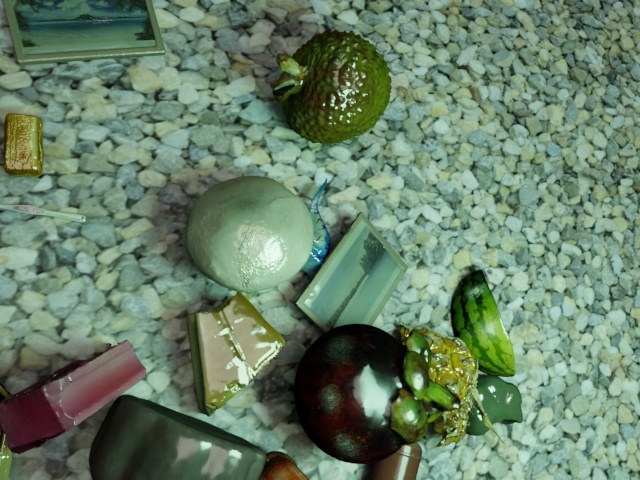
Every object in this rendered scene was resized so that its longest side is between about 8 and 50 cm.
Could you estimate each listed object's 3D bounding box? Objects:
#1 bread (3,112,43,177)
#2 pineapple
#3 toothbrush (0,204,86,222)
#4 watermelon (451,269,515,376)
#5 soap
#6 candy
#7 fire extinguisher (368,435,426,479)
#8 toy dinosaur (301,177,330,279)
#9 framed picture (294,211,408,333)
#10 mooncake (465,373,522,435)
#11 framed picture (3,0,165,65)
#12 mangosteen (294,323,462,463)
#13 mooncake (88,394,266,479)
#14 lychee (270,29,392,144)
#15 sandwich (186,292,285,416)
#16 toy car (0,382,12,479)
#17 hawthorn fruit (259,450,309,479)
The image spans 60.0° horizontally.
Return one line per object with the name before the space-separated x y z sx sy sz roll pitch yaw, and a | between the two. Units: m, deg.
bread | -0.602 -0.194 1.125 0.074 0.053 0.132 -3 80 -20
pineapple | 0.298 0.336 1.292 0.159 0.161 0.334 -18 78 14
toothbrush | -0.583 -0.061 1.122 0.204 0.022 0.017 10 77 -24
watermelon | 0.416 0.236 1.457 0.129 0.159 0.303 -19 84 13
soap | -0.434 0.265 1.013 0.099 0.162 0.250 60 23 -1
candy | -0.146 -0.024 1.176 0.296 0.185 0.295 3 52 -4
fire extinguisher | 0.176 0.545 1.274 0.147 0.107 0.336 41 62 -44
toy dinosaur | -0.024 0.012 1.316 0.145 0.076 0.328 -3 83 -34
framed picture | 0.084 0.106 1.341 0.213 0.016 0.289 48 64 -25
mooncake | 0.424 0.422 1.402 0.175 0.104 0.168 -41 101 -22
framed picture | -0.532 -0.514 1.244 0.315 0.024 0.231 -14 85 -24
mangosteen | 0.095 0.321 1.174 0.312 0.311 0.310 5 76 -22
mooncake | -0.262 0.400 1.016 0.306 0.306 0.154 28 75 -15
lychee | 0.026 -0.359 1.321 0.320 0.270 0.269 0 78 -15
sandwich | -0.217 0.228 1.166 0.186 0.108 0.220 48 68 -7
toy car | -0.599 0.331 0.981 0.125 0.101 0.256 11 75 -30
hawthorn fruit | -0.093 0.536 1.125 0.169 0.169 0.188 -24 93 -26
